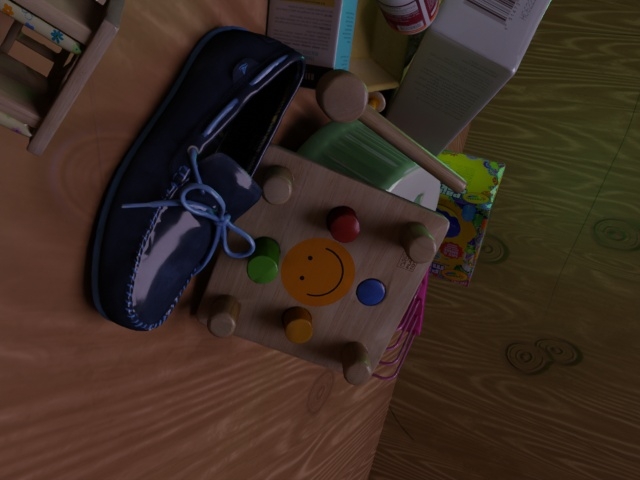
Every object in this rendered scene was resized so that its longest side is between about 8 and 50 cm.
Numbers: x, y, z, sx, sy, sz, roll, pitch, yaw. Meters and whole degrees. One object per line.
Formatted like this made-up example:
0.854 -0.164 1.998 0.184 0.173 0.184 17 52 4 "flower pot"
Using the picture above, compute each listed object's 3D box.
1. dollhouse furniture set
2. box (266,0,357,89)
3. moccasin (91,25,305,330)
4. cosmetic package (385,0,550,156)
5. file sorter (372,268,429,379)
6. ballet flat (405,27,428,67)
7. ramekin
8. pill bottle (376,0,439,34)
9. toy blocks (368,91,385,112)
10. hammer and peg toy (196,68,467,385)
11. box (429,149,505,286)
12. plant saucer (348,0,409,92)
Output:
-0.217 -0.160 0.299 0.182 0.161 0.101 29 116 -33 "dollhouse furniture set"
-0.005 -0.318 0.664 0.060 0.100 0.244 -39 141 -60 "box"
-0.115 -0.070 0.532 0.138 0.116 0.342 43 64 -69 "moccasin"
0.273 -0.358 1.063 0.230 0.161 0.453 -61 179 -8 "cosmetic package"
0.124 0.165 1.256 0.182 0.202 0.291 -57 154 -37 "file sorter"
0.187 -0.458 1.129 0.077 0.091 0.241 47 50 -30 "ballet flat"
0.064 -0.039 0.875 0.303 0.148 0.303 -39 148 -30 "ramekin"
0.117 -0.361 0.750 0.152 0.086 0.086 8 97 -71 "pill bottle"
0.081 -0.210 1.059 0.123 0.054 0.148 83 29 -47 "toy blocks"
0.026 -0.007 0.663 0.127 0.266 0.361 -96 -151 -71 "hammer and peg toy"
0.276 -0.071 1.341 0.279 0.290 0.177 86 27 -48 "box"
0.079 -0.414 0.855 0.333 0.081 0.333 -37 138 -60 "plant saucer"
